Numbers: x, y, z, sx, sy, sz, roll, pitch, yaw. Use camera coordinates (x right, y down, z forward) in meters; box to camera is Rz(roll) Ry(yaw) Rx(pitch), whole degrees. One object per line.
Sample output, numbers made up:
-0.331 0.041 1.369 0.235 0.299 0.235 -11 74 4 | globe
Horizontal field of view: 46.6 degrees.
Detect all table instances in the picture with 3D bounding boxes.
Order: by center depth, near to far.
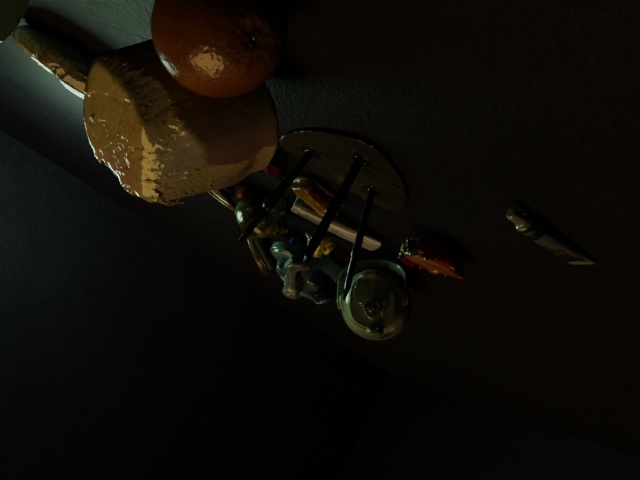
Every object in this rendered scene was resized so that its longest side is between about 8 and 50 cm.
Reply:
0.007 -0.057 1.517 0.317 0.249 0.317 27 167 7 | table

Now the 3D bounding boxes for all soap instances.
-0.728 -0.491 1.655 0.063 0.114 0.198 38 164 -35 | soap

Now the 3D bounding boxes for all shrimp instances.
-0.541 -0.367 1.794 0.446 0.109 0.221 34 172 -10 | shrimp

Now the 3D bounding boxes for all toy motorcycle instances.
-0.034 0.123 2.337 0.241 0.182 0.319 43 167 33 | toy motorcycle

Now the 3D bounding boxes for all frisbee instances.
-0.336 -0.174 2.154 0.251 0.021 0.251 39 172 7 | frisbee

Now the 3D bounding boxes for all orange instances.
-0.139 -0.296 1.039 0.206 0.206 0.206 27 167 7 | orange

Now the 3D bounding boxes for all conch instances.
-0.156 -0.066 2.107 0.182 0.124 0.187 2 176 43 | conch

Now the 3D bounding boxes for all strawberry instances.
0.269 0.038 1.726 0.187 0.082 0.146 27 174 -23 | strawberry

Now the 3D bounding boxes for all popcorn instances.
0.000 0.000 2.154 0.084 0.084 0.084 27 167 7 | popcorn

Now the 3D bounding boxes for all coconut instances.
-0.226 -0.221 1.304 0.298 0.310 0.297 29 130 40 | coconut

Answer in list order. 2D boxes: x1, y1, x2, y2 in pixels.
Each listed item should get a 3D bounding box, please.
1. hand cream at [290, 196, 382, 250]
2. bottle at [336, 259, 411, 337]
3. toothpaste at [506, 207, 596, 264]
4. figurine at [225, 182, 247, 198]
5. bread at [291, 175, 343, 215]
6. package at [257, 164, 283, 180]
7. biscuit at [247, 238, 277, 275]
0.044 -0.040 1.942 0.255 0.048 0.079 29 165 -5 | hand cream
0.149 0.166 2.104 0.229 0.229 0.351 25 174 12 | bottle
0.419 -0.003 1.368 0.216 0.037 0.062 30 166 -28 | toothpaste
-0.257 -0.154 2.138 0.109 0.047 0.064 29 -163 23 | figurine
-0.007 -0.107 1.787 0.132 0.053 0.074 36 161 -30 | bread
-0.214 -0.211 1.786 0.270 0.071 0.194 17 -174 2 | package
-0.183 0.018 2.378 0.208 0.049 0.181 -106 -11 -53 | biscuit
